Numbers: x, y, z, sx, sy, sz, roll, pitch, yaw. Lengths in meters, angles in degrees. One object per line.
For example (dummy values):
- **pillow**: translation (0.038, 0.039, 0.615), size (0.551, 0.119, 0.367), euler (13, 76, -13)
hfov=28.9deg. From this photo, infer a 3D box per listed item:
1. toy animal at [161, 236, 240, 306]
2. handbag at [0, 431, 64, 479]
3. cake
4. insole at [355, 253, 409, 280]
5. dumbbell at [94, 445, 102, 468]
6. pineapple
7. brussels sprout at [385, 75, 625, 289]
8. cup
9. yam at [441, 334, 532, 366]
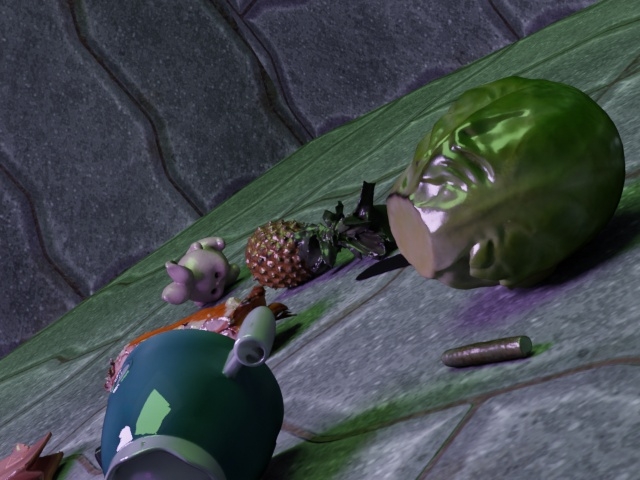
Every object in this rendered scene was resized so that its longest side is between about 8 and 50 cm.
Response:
- **toy animal**: translation (-0.219, 0.070, 2.276), size (0.124, 0.124, 0.212), euler (-29, 9, 14)
- **handbag**: translation (-0.460, 0.351, 1.696), size (0.212, 0.059, 0.157), euler (-29, 10, 5)
- **cake**: translation (-0.174, 0.151, 1.690), size (0.287, 0.098, 0.135), euler (-30, 9, 9)
- **insole**: translation (0.130, 0.019, 1.698), size (0.232, 0.003, 0.080), euler (-23, 12, 45)
- **dumbbell**: translation (-0.238, 0.255, 1.542), size (0.083, 0.040, 0.036), euler (-32, -21, -5)
- **pineapple**: translation (0.000, 0.000, 1.895), size (0.277, 0.119, 0.130), euler (-21, -5, 43)
- **brussels sprout**: translation (0.193, -0.055, 1.276), size (0.244, 0.244, 0.244), euler (-31, 9, 5)
- **cup**: translation (-0.126, 0.191, 1.143), size (0.299, 0.167, 0.173), euler (-56, 9, 24)
- **yam**: translation (0.149, 0.101, 1.125), size (0.021, 0.021, 0.116), euler (-37, 9, -32)
